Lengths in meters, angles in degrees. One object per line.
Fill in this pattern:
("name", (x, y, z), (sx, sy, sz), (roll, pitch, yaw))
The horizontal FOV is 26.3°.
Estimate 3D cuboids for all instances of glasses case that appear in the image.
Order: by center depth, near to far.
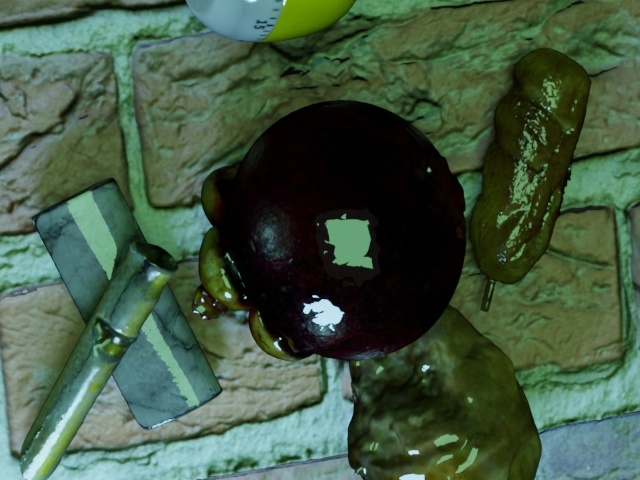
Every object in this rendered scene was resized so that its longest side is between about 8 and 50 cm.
("glasses case", (-0.233, 0.078, 1.666), (0.114, 0.060, 0.299), (-27, 100, 0))

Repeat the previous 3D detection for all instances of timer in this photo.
("timer", (-0.014, -0.360, 1.571), (0.285, 0.285, 0.285), (-1, 96, -11))

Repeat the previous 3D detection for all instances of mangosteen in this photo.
("mangosteen", (0.000, 0.000, 1.600), (0.347, 0.307, 0.307), (-20, 101, 23))

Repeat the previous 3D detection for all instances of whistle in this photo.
("whistle", (-0.271, 0.147, 1.624), (0.057, 0.068, 0.326), (24, 107, -25))

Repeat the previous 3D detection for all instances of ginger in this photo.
("ginger", (0.160, 0.226, 1.694), (0.223, 0.200, 0.269), (41, 44, -42))

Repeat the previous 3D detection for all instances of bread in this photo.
("bread", (0.261, -0.073, 1.738), (0.124, 0.084, 0.344), (14, 93, -12))
